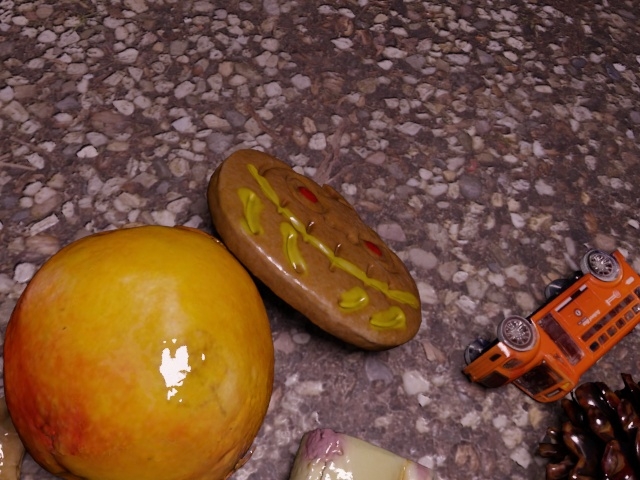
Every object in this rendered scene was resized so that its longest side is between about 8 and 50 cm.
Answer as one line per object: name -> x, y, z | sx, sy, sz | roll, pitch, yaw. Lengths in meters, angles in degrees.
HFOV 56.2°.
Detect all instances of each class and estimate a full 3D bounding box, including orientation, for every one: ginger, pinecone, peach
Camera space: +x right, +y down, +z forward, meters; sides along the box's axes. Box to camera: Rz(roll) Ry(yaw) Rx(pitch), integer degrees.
ginger -> -0.426, 0.279, 0.797 | 0.095, 0.069, 0.190 | 18, 56, -27
pinecone -> 0.455, 0.310, 0.831 | 0.298, 0.295, 0.242 | -42, 116, -57
peach -> -0.216, 0.144, 0.787 | 0.372, 0.290, 0.373 | 7, 56, -10

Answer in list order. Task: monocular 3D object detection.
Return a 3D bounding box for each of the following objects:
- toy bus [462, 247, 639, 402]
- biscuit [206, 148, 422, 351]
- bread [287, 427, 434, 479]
toy bus -> 0.395, 0.153, 0.992 | 0.329, 0.143, 0.153 | -29, 71, -26
biscuit -> 0.006, -0.006, 0.948 | 0.394, 0.070, 0.350 | 36, 28, -13
bread -> 0.009, 0.427, 0.755 | 0.187, 0.155, 0.338 | 27, 57, -6
